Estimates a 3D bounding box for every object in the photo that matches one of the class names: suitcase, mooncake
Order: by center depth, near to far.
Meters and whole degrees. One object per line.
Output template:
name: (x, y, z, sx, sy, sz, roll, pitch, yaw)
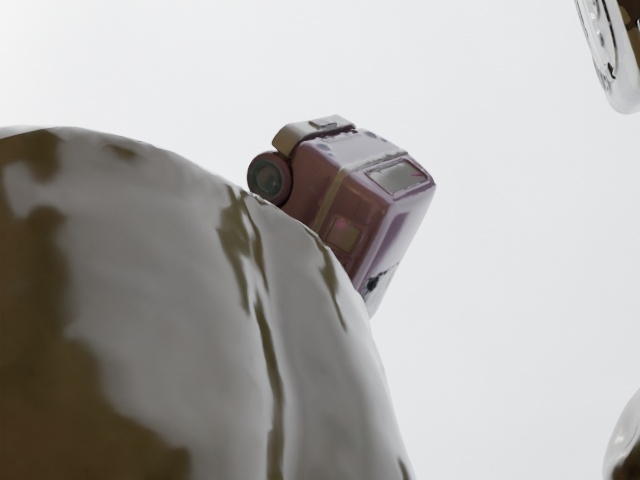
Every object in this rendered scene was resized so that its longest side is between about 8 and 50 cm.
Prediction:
mooncake: (-0.175, 0.159, 0.546, 0.467, 0.467, 0.262, -27, -131, 21)
suitcase: (0.462, -0.358, 1.201, 0.193, 0.339, 0.352, -16, -94, 9)

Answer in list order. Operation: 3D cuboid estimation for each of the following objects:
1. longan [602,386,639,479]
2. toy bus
longan: (0.571, 0.336, 1.272, 0.288, 0.288, 0.350, 15, -66, 16)
toy bus: (0.000, 0.000, 0.793, 0.142, 0.142, 0.203, 33, -63, 17)
